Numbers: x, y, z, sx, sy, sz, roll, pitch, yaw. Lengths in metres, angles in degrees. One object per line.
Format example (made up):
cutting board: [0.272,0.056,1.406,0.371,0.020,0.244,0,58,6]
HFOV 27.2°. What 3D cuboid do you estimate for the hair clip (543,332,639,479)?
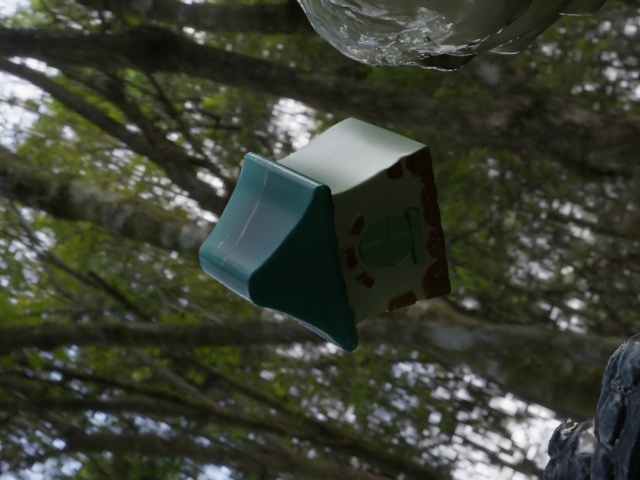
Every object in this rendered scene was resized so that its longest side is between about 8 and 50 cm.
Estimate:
hair clip: [0.190,0.212,0.756,0.194,0.206,0.310,19,-109,-14]

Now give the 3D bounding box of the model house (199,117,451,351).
model house: [0.000,0.000,0.913,0.149,0.100,0.127,-24,-62,-24]

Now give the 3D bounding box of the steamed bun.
steamed bun: [0.143,-0.276,1.131,0.339,0.352,0.247,-46,-81,-11]
